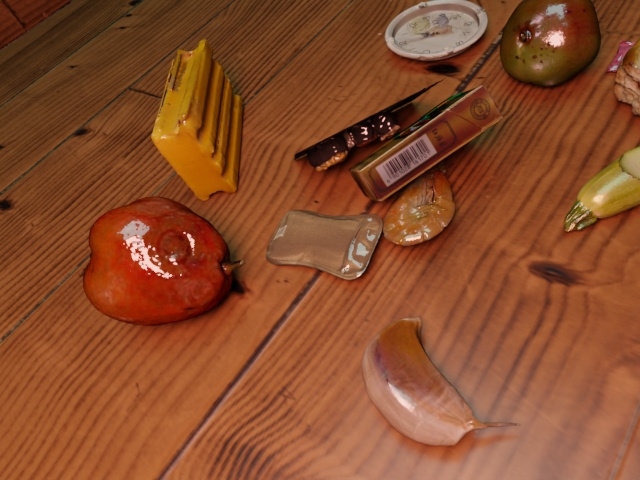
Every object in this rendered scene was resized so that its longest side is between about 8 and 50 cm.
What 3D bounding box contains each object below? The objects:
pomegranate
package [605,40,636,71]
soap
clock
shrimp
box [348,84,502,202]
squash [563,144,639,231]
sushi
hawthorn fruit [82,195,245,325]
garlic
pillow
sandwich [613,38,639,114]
[{"bbox_3d":[0.453,-0.384,0.902,0.209,0.180,0.180,-11,37,-39],"label":"pomegranate"},{"bbox_3d":[0.593,-0.349,0.898,0.059,0.029,0.083,25,73,37],"label":"package"},{"bbox_3d":[-0.258,-0.272,1.030,0.096,0.204,0.325,-15,49,13],"label":"soap"},{"bbox_3d":[0.273,-0.488,1.107,0.236,0.053,0.237,-9,53,13],"label":"clock"},{"bbox_3d":[0.182,-0.068,0.804,0.115,0.051,0.217,12,53,30],"label":"shrimp"},{"bbox_3d":[0.168,-0.163,0.807,0.240,0.071,0.159,-35,8,2],"label":"box"},{"bbox_3d":[0.451,-0.078,0.702,0.200,0.075,0.090,-29,75,-2],"label":"squash"},{"bbox_3d":[0.089,-0.201,0.893,0.289,0.050,0.264,-27,8,0],"label":"sushi"},{"bbox_3d":[-0.250,0.041,0.777,0.260,0.224,0.224,10,56,11],"label":"hawthorn fruit"},{"bbox_3d":[0.134,0.191,0.599,0.128,0.091,0.198,-27,43,-19],"label":"garlic"},{"bbox_3d":[0.000,0.000,0.821,0.217,0.033,0.130,7,62,34],"label":"pillow"},{"bbox_3d":[0.590,-0.206,0.737,0.254,0.100,0.289,23,64,26],"label":"sandwich"}]
